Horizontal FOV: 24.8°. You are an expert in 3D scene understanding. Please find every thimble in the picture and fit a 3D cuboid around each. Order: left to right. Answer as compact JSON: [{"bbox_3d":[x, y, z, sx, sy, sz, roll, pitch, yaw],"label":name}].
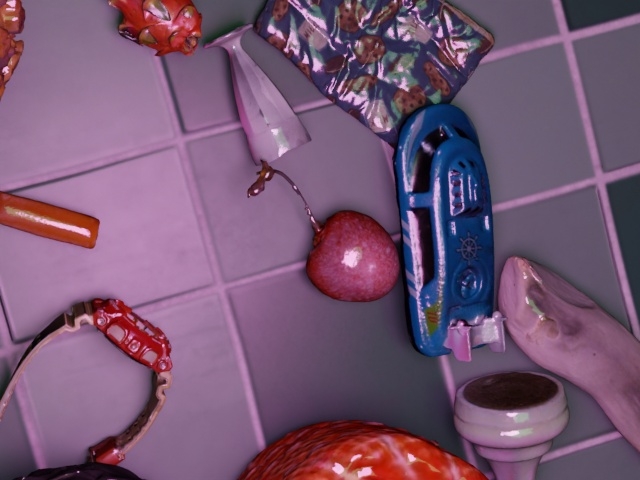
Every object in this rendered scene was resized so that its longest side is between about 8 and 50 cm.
[{"bbox_3d":[0.050,0.369,1.661,0.350,0.230,0.350,-1,92,-15],"label":"thimble"}]

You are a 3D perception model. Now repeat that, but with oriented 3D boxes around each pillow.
[{"bbox_3d":[0.064,-0.245,1.734,0.255,0.034,0.189,39,86,-14],"label":"pillow"}]

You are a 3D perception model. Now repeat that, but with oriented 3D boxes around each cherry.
[{"bbox_3d":[0.000,0.000,1.695,0.225,0.090,0.107,30,99,-19],"label":"cherry"}]

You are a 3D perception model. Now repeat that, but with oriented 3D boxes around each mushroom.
[{"bbox_3d":[0.342,0.149,1.790,0.351,0.097,0.109,42,81,-15],"label":"mushroom"}]

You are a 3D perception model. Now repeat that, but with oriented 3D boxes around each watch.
[{"bbox_3d":[-0.279,0.193,1.649,0.165,0.102,0.268,29,94,-15],"label":"watch"}]

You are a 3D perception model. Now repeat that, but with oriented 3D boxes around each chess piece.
[{"bbox_3d":[0.238,0.306,1.767,0.139,0.139,0.272,-9,105,-13],"label":"chess piece"}]

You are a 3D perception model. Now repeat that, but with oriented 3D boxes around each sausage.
[{"bbox_3d":[-0.315,-0.024,1.645,0.131,0.041,0.039,17,94,-14],"label":"sausage"}]

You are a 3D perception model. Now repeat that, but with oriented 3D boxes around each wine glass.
[{"bbox_3d":[-0.076,-0.169,1.684,0.073,0.073,0.155,-28,96,-11],"label":"wine glass"}]

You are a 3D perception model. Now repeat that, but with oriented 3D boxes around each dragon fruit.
[{"bbox_3d":[-0.189,-0.256,1.644,0.116,0.081,0.086,16,121,-9],"label":"dragon fruit"}]

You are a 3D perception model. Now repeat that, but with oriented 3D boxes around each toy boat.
[{"bbox_3d":[0.166,-0.013,1.713,0.134,0.092,0.299,-10,98,-37],"label":"toy boat"}]

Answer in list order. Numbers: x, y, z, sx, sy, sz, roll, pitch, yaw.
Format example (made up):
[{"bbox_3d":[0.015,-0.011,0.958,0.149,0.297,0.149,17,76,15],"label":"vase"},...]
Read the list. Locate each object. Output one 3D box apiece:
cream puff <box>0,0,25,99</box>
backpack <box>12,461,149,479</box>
[{"bbox_3d":[-0.460,-0.180,1.454,0.327,0.343,0.231,-28,86,9],"label":"cream puff"},{"bbox_3d":[-0.332,0.437,1.563,0.445,0.255,0.363,-14,97,-7],"label":"backpack"}]
